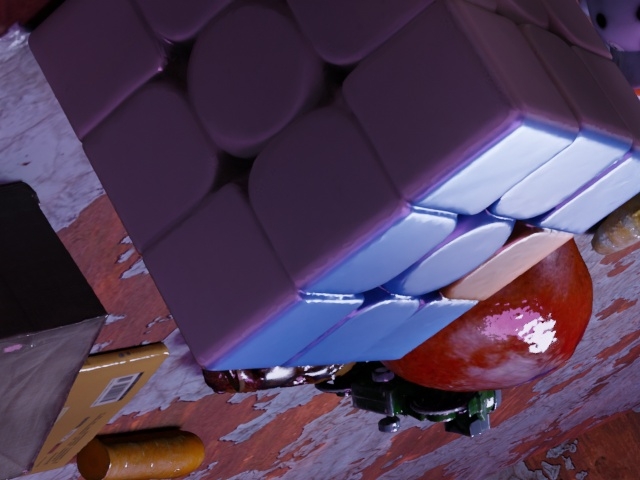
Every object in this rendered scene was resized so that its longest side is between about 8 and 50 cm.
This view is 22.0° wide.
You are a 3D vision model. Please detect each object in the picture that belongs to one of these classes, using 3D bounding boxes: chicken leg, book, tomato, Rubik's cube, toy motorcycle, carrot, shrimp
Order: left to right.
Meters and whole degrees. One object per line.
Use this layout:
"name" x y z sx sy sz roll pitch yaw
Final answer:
"book" -0.374 0.216 1.818 0.389 0.032 0.269 -7 149 -50
"carrot" -0.228 0.282 2.154 0.067 0.067 0.225 -38 158 24
"chicken leg" -0.039 0.153 2.096 0.322 0.083 0.177 -6 159 -47
"Rubik's cube" 0.027 -0.100 1.184 0.290 0.291 0.292 -39 160 24
"toy motorcycle" 0.136 0.194 2.241 0.187 0.124 0.275 -17 -163 -39
"tomato" 0.196 0.101 1.998 0.290 0.176 0.335 -23 162 -10
"shrimp" 0.503 -0.071 2.321 0.168 0.077 0.317 -24 168 -47

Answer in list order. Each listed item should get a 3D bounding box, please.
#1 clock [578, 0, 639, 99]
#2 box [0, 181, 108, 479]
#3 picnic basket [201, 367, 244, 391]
"clock" 0.336 -0.211 1.573 0.189 0.189 0.254 -38 154 24
"box" -0.301 0.091 1.367 0.155 0.149 0.231 -13 146 -41
"picnic basket" -0.109 0.136 1.918 0.072 0.083 0.072 -26 160 -10
